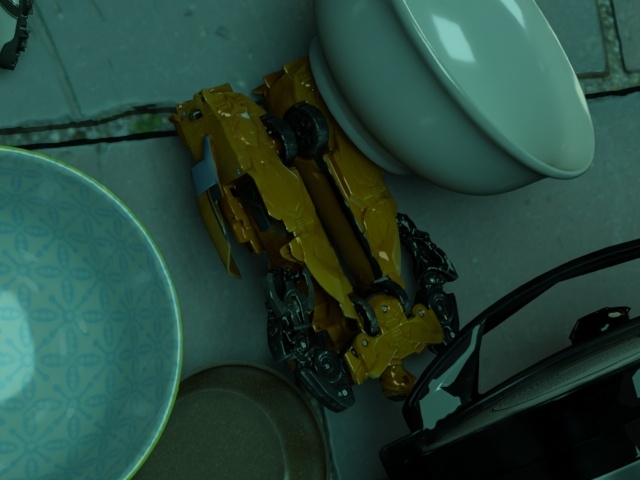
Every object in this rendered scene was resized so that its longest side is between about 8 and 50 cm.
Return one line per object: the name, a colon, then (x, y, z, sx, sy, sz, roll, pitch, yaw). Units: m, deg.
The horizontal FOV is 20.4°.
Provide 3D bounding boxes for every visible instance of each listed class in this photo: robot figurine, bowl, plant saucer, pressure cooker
robot figurine: (0.000, 0.000, 1.444, 0.211, 0.085, 0.291, -23, 88, -43)
bowl: (-0.260, 0.083, 1.330, 0.290, 0.156, 0.289, 3, 81, -17)
bowl: (0.085, -0.147, 1.454, 0.298, 0.134, 0.298, 41, 30, -30)
plant saucer: (-0.081, 0.192, 1.405, 0.199, 0.036, 0.198, -2, 93, -36)
pressure cooker: (0.263, 0.211, 1.324, 0.370, 0.375, 0.420, -19, 82, -32)

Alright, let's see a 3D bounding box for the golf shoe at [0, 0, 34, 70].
golf shoe: (-0.273, -0.234, 1.409, 0.094, 0.077, 0.198, -3, 101, -11)
